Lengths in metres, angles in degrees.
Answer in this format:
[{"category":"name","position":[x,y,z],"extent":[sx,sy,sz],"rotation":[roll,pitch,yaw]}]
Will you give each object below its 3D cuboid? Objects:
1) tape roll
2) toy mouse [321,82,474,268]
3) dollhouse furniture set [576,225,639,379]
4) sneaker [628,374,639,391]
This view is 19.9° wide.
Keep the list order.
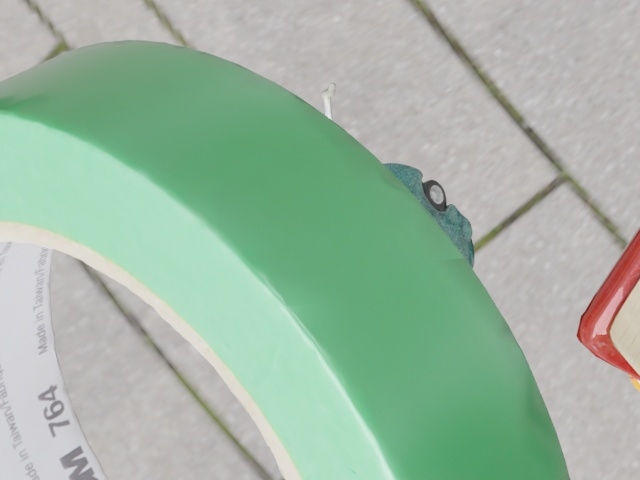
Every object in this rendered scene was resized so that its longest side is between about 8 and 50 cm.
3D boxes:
[{"category":"tape roll","position":[-0.054,0.086,0.693],"extent":[0.321,0.077,0.321],"rotation":[25,130,34]},{"category":"toy mouse","position":[0.000,0.000,0.710],"extent":[0.161,0.031,0.143],"rotation":[15,140,9]},{"category":"dollhouse furniture set","position":[0.177,0.119,0.543],"extent":[0.374,0.152,0.201],"rotation":[28,96,-33]},{"category":"sneaker","position":[0.371,0.162,1.772],"extent":[0.175,0.064,0.067],"rotation":[23,142,-15]}]
